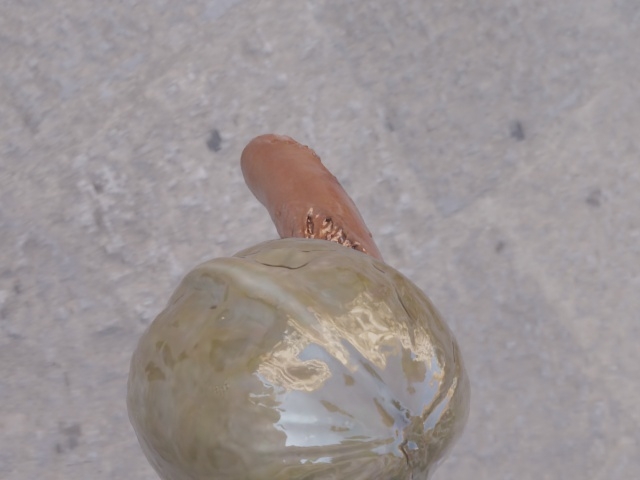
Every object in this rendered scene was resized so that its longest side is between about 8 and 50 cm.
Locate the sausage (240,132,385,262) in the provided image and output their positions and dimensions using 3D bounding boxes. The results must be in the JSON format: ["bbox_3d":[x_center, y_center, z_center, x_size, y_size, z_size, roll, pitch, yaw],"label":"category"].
[{"bbox_3d":[0.000,-0.002,1.168,0.079,0.327,0.087,1,122,-20],"label":"sausage"}]

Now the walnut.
[{"bbox_3d":[-0.010,0.066,0.611,0.140,0.162,0.140,-24,126,-37],"label":"walnut"}]
